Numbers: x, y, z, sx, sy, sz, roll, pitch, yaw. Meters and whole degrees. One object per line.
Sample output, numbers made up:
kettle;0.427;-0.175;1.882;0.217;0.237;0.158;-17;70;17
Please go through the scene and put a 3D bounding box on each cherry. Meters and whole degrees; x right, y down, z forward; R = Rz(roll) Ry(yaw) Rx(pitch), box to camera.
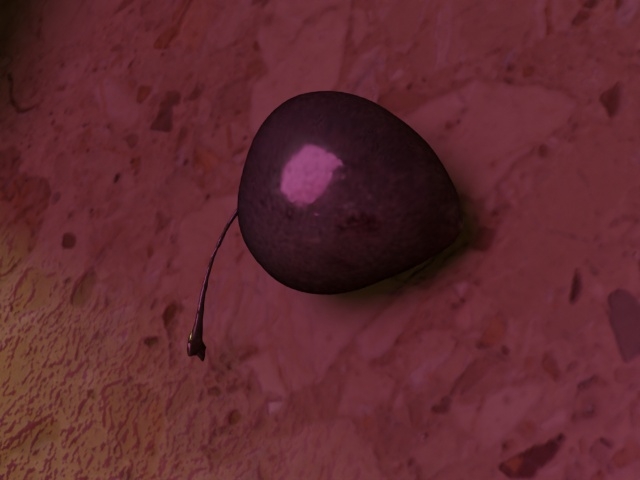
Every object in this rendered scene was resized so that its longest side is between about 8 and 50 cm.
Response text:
cherry;0.007;0.002;0.783;0.148;0.115;0.188;15;86;-2
